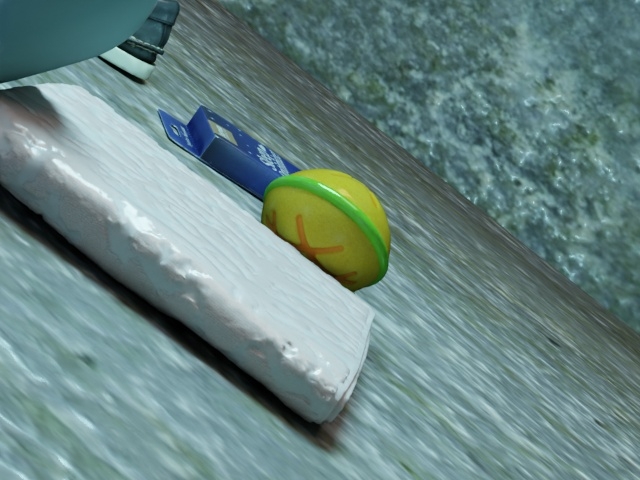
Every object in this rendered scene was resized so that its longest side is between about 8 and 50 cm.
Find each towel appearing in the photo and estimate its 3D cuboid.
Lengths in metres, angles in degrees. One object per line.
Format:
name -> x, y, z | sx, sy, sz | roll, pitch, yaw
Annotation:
towel -> -0.106, -0.002, 1.371 | 0.332, 0.053, 0.317 | 37, 8, 0

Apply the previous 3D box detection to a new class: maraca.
maraca -> 0.000, 0.000, 1.590 | 0.127, 0.099, 0.185 | 40, -23, 4

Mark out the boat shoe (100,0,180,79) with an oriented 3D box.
boat shoe -> -0.307, -0.323, 2.067 | 0.340, 0.113, 0.127 | 36, 9, 0

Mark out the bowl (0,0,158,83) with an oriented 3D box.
bowl -> -0.273, -0.221, 1.243 | 0.311, 0.311, 0.163 | 37, 45, 3

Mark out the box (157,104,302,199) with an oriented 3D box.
box -> -0.070, -0.079, 1.966 | 0.225, 0.036, 0.136 | 32, 10, -19
